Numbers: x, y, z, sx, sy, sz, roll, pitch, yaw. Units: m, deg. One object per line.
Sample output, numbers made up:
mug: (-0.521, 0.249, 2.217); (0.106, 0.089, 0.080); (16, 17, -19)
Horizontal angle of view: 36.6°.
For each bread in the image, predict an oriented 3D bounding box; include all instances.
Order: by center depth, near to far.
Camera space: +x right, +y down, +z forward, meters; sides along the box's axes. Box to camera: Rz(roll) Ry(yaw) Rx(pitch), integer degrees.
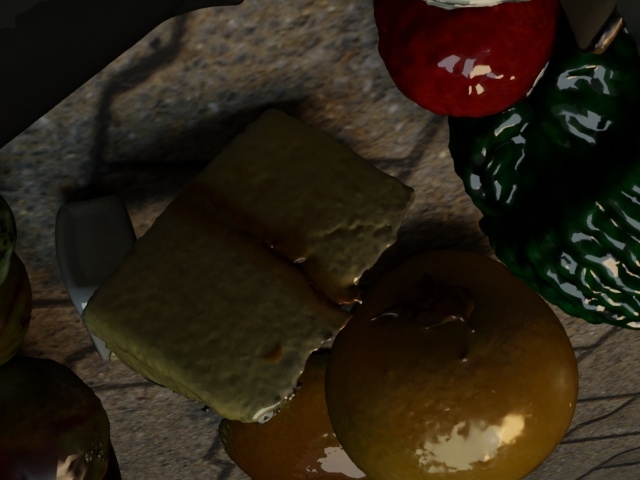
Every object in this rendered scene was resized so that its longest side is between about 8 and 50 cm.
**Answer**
bread: (-0.041, 0.038, 0.775); (0.240, 0.178, 0.135); (-51, 156, -16)

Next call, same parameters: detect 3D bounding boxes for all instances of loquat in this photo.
loquat: (0.141, 0.140, 1.043); (0.275, 0.275, 0.275); (-10, 152, -6)

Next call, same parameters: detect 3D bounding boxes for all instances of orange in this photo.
orange: (0.030, 0.270, 1.350); (0.334, 0.196, 0.262); (20, 127, -26)

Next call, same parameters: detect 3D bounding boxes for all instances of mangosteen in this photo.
mangosteen: (-0.382, 0.262, 0.968); (0.381, 0.381, 0.421); (-3, 138, -19)

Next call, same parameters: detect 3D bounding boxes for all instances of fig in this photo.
fig: (-0.300, 0.066, 0.837); (0.103, 0.155, 0.109); (-11, 117, -16)

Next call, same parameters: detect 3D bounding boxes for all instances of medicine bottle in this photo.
medicine bottle: (-0.189, 0.045, 0.885); (0.069, 0.119, 0.183); (-14, 153, -7)

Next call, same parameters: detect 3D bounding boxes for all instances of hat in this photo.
hat: (0.175, -0.103, 0.712); (0.332, 0.242, 0.274); (26, 100, -20)

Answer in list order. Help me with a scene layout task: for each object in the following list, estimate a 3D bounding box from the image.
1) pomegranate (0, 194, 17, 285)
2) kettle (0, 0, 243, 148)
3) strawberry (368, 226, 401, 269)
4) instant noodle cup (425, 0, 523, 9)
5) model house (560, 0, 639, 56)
pomegranate: (-0.298, 0.002, 0.741); (0.122, 0.122, 0.161); (-11, -168, -4)
kettle: (-0.228, -0.155, 0.481); (0.308, 0.262, 0.203); (-29, -177, 22)
strawberry: (-0.005, -0.003, 0.889); (0.087, 0.167, 0.208); (39, 129, -7)
instant noodle cup: (0.076, -0.223, 0.475); (0.205, 0.153, 0.205); (-9, 151, -5)
model house: (0.261, -0.162, 0.531); (0.206, 0.271, 0.178); (8, 136, -20)
